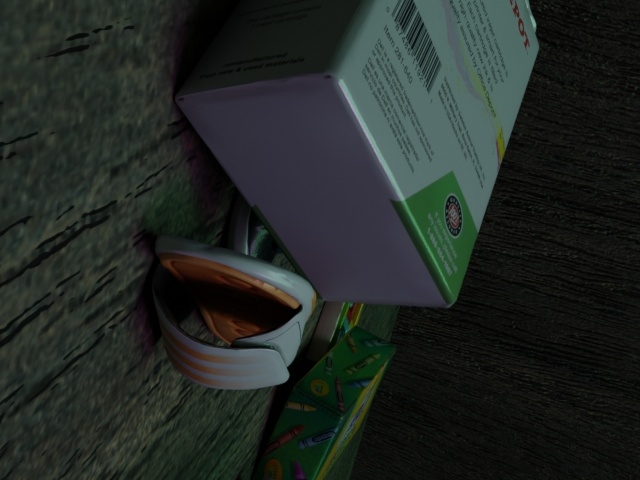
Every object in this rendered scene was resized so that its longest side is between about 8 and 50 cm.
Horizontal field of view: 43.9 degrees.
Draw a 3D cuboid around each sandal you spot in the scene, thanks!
[{"bbox_3d":[-0.059,0.073,0.567,0.265,0.102,0.076,85,22,-69],"label":"sandal"}]

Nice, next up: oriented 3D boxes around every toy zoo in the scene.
[{"bbox_3d":[0.035,0.139,1.352,0.293,0.030,0.192,72,38,-72],"label":"toy zoo"}]

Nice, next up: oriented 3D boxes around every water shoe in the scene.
[{"bbox_3d":[-0.013,-0.051,0.654,0.073,0.080,0.203,68,41,-73],"label":"water shoe"}]

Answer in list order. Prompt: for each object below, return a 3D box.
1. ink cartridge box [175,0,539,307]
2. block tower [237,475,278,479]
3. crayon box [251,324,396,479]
[{"bbox_3d":[0.050,-0.123,0.562,0.201,0.117,0.278,57,45,-39],"label":"ink cartridge box"},{"bbox_3d":[-0.116,0.447,0.923,0.097,0.091,0.335,93,19,-53],"label":"block tower"},{"bbox_3d":[0.013,0.250,1.168,0.165,0.081,0.278,-67,167,20],"label":"crayon box"}]
